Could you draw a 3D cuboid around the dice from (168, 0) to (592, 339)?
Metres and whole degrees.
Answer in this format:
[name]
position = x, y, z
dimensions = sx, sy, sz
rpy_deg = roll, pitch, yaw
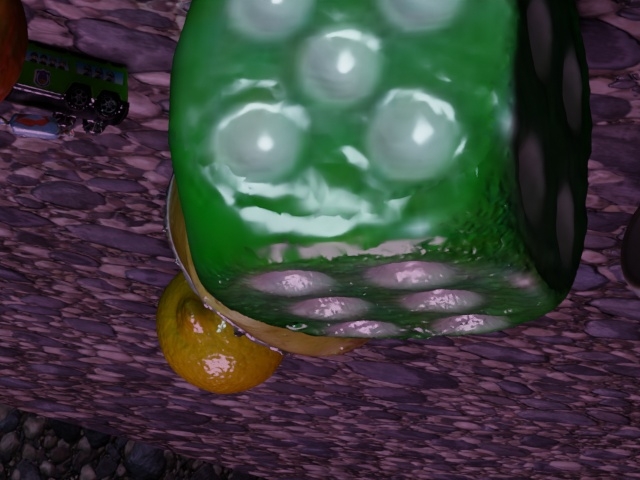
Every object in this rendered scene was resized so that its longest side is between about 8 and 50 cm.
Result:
[dice]
position = 0.058, -0.085, 1.538
dimensions = 0.287, 0.300, 0.297
rpy_deg = 0, 162, 20

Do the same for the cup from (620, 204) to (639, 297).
[cup]
position = 0.433, 0.028, 2.011
dimensions = 0.234, 0.186, 0.258
rpy_deg = 26, -175, -25

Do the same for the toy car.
[toy car]
position = -0.273, -0.157, 1.869
dimensions = 0.165, 0.062, 0.071
rpy_deg = 13, 162, -17

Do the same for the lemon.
[lemon]
position = -0.129, 0.116, 2.508
dimensions = 0.187, 0.187, 0.244
rpy_deg = 2, 173, 20

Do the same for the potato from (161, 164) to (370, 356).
[potato]
position = 0.000, 0.000, 1.935
dimensions = 0.300, 0.246, 0.196
rpy_deg = 20, 174, -24

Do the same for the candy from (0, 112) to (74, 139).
[candy]
position = -0.288, -0.116, 1.864
dimensions = 0.083, 0.020, 0.030
rpy_deg = 9, 165, -5

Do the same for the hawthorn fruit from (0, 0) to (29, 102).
[hawthorn fruit]
position = -0.390, -0.186, 1.522
dimensions = 0.284, 0.284, 0.284
rpy_deg = 8, 164, 2
